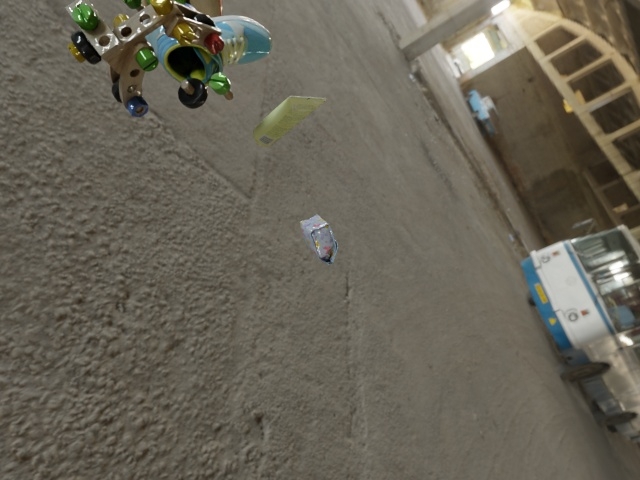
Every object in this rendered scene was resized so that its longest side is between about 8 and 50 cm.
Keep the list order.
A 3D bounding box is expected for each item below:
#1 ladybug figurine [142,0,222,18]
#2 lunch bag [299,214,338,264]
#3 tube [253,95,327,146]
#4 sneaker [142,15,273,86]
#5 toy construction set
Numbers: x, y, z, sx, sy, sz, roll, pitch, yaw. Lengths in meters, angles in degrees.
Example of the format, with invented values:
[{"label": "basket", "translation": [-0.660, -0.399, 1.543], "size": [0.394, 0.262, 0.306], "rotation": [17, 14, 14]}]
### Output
[{"label": "ladybug figurine", "translation": [-0.425, -0.766, 1.595], "size": [0.305, 0.449, 0.162], "rotation": [34, 55, 9]}, {"label": "lunch bag", "translation": [0.000, 0.000, 0.997], "size": [0.071, 0.053, 0.084], "rotation": [-138, -150, -63]}, {"label": "tube", "translation": [-0.082, -0.284, 1.175], "size": [0.062, 0.240, 0.070], "rotation": [45, 63, -16]}, {"label": "sneaker", "translation": [-0.228, -0.418, 1.152], "size": [0.318, 0.127, 0.208], "rotation": [-10, 48, -28]}, {"label": "toy construction set", "translation": [-0.335, -0.412, 0.936], "size": [0.237, 0.257, 0.309], "rotation": [41, 37, -72]}]
